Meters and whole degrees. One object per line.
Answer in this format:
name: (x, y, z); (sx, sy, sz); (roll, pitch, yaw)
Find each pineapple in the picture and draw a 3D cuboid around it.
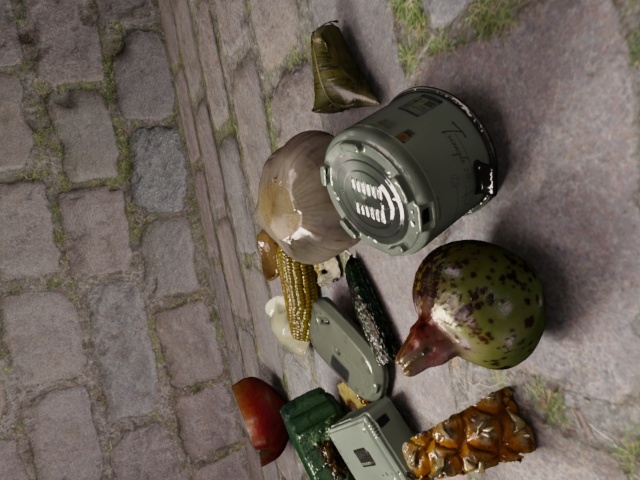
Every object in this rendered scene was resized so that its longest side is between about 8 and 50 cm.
pineapple: (0.106, 0.487, 1.368); (0.221, 0.048, 0.221); (43, 140, 52)
pineapple: (0.261, 0.358, 0.854); (0.237, 0.186, 0.114); (-28, 65, 20)

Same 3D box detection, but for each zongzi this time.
zongzi: (0.054, -0.385, 1.018); (0.204, 0.094, 0.204); (19, 118, 58)

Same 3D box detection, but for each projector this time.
projector: (0.137, 0.527, 1.194); (0.191, 0.099, 0.256); (55, 146, 13)

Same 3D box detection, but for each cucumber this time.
cucumber: (0.117, 0.165, 1.172); (0.293, 0.068, 0.067); (68, 154, 22)

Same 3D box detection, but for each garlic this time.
garlic: (-0.005, -0.103, 1.099); (0.318, 0.260, 0.316); (14, 115, 33)

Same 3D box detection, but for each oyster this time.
oyster: (0.018, 0.089, 1.375); (0.121, 0.045, 0.145); (-128, 42, -50)

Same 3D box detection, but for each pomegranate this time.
pomegranate: (0.214, 0.118, 0.722); (0.214, 0.248, 0.214); (48, 172, 9)

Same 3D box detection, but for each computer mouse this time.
computer mouse: (0.076, 0.288, 1.287); (0.331, 0.095, 0.197); (43, 140, 40)

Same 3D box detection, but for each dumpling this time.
dumpling: (-0.099, 0.296, 1.664); (0.166, 0.126, 0.215); (-49, 42, 28)

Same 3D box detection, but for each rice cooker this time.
rice cooker: (0.149, -0.114, 0.776); (0.281, 0.227, 0.241); (23, 140, 46)

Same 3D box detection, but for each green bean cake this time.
green bean cake: (0.028, 0.639, 1.412); (0.308, 0.169, 0.300); (48, 156, 49)

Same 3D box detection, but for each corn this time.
corn: (-0.067, 0.155, 1.507); (0.120, 0.121, 0.362); (22, 122, 62)

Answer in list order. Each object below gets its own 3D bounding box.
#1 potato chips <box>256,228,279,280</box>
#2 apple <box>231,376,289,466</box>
potato chips: (-0.182, 0.047, 1.772); (0.208, 0.062, 0.195); (41, 132, 55)
apple: (-0.278, 0.786, 2.071); (0.328, 0.295, 0.365); (-61, 37, 18)
